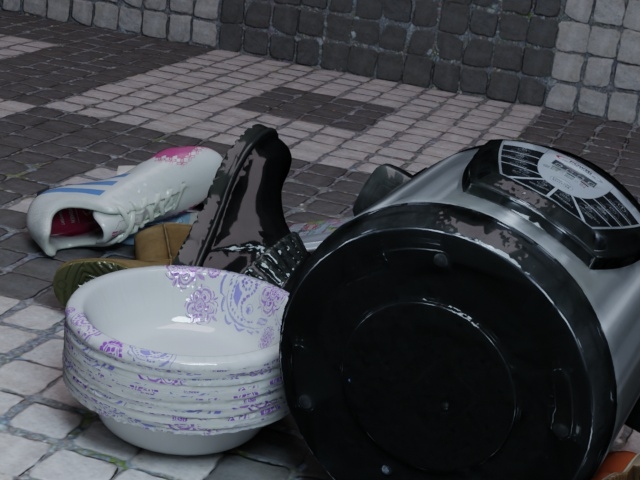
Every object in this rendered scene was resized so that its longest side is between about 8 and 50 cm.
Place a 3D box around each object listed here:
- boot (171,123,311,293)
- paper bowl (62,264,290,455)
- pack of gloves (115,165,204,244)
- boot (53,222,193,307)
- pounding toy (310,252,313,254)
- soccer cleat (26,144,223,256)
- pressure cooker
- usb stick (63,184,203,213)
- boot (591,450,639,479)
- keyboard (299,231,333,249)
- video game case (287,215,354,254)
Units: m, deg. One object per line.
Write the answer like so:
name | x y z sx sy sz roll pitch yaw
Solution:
boot | -0.039 0.014 1.680 0.260 0.131 0.348 20 55 4
paper bowl | -0.156 0.144 1.431 0.284 0.148 0.284 7 19 -2
pack of gloves | -0.237 -0.050 2.080 0.232 0.046 0.195 0 44 2
boot | -0.263 0.040 1.814 0.236 0.089 0.269 9 16 -10
pounding toy | -0.060 0.054 1.802 0.141 0.100 0.130 12 19 14
soccer cleat | -0.299 -0.051 1.960 0.331 0.116 0.143 -18 33 -10
pressure cooker | 0.188 0.081 1.378 0.375 0.370 0.420 -10 12 30
usb stick | -0.314 -0.058 2.130 0.278 0.045 0.077 5 27 -7
boot | 0.307 0.272 1.379 0.084 0.059 0.158 10 13 34
keyboard | 0.032 -0.004 1.832 0.256 0.014 0.072 -7 10 -15
video game case | 0.000 0.000 1.965 0.285 0.025 0.204 -6 14 20
